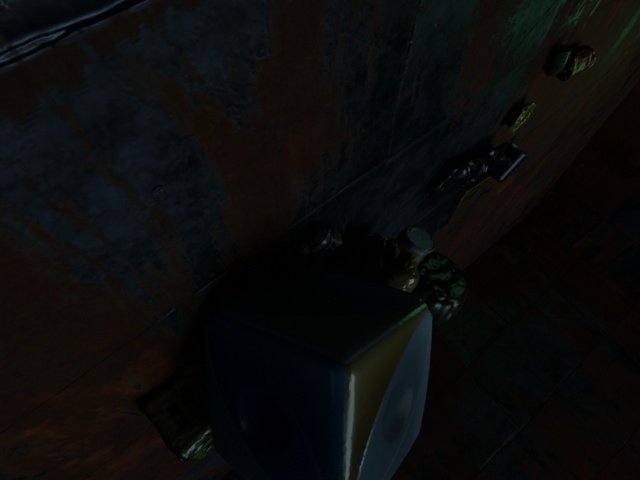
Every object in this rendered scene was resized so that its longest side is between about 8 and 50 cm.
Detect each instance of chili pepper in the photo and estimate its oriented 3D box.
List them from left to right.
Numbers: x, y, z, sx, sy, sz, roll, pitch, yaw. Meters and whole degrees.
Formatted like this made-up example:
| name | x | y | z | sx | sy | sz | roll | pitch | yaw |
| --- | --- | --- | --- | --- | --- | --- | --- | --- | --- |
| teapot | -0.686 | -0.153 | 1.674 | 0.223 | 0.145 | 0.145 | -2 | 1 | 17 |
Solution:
| name | x | y | z | sx | sy | sz | roll | pitch | yaw |
| --- | --- | --- | --- | --- | --- | --- | --- | --- | --- |
| chili pepper | 0.693 | -0.486 | 1.146 | 0.123 | 0.073 | 0.070 | -29 | -163 | -26 |

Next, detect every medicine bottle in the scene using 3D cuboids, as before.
| name | x | y | z | sx | sy | sz | roll | pitch | yaw |
| --- | --- | --- | --- | --- | --- | --- | --- | --- | --- |
| medicine bottle | 0.242 | 0.139 | 1.486 | 0.108 | 0.108 | 0.426 | -20 | 149 | -45 |

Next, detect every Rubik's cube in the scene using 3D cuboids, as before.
| name | x | y | z | sx | sy | sz | roll | pitch | yaw |
| --- | --- | --- | --- | --- | --- | --- | --- | --- | --- |
| Rubik's cube | 0.002 | 0.277 | 0.857 | 0.347 | 0.352 | 0.351 | -16 | 109 | -52 |

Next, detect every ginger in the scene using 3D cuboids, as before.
| name | x | y | z | sx | sy | sz | roll | pitch | yaw |
| --- | --- | --- | --- | --- | --- | --- | --- | --- | --- |
| ginger | 0.180 | 0.147 | 1.042 | 0.236 | 0.375 | 0.166 | -41 | 157 | 19 |

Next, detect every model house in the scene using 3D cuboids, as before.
| name | x | y | z | sx | sy | sz | roll | pitch | yaw |
| --- | --- | --- | --- | --- | --- | --- | --- | --- | --- |
| model house | -0.269 | 0.372 | 0.999 | 0.234 | 0.175 | 0.193 | -46 | 160 | -21 |

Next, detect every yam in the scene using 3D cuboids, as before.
| name | x | y | z | sx | sy | sz | roll | pitch | yaw |
| --- | --- | --- | --- | --- | --- | --- | --- | --- | --- |
| yam | 0.606 | -0.461 | 1.073 | 0.043 | 0.043 | 0.094 | -41 | 157 | -4 |

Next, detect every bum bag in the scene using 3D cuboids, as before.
| name | x | y | z | sx | sy | sz | roll | pitch | yaw |
| --- | --- | --- | --- | --- | --- | --- | --- | --- | --- |
| bum bag | 0.437 | -0.207 | 1.224 | 0.310 | 0.074 | 0.137 | -29 | 158 | -26 |

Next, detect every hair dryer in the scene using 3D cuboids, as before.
| name | x | y | z | sx | sy | sz | roll | pitch | yaw |
| --- | --- | --- | --- | --- | --- | --- | --- | --- | --- |
| hair dryer | 0.595 | -0.261 | 1.427 | 0.256 | 0.070 | 0.128 | -9 | 142 | -43 |

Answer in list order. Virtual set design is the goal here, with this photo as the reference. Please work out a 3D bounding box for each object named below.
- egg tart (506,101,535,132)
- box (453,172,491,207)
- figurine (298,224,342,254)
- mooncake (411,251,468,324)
| name | x | y | z | sx | sy | sz | roll | pitch | yaw |
| --- | --- | --- | --- | --- | --- | --- | --- | --- | --- |
| egg tart | 0.568 | -0.357 | 1.206 | 0.105 | 0.039 | 0.105 | -35 | 157 | -17 |
| box | 0.553 | -0.184 | 1.531 | 0.156 | 0.022 | 0.089 | -31 | 157 | -27 |
| figurine | 0.000 | 0.000 | 0.891 | 0.072 | 0.054 | 0.129 | -33 | 169 | 16 |
| mooncake | 0.423 | 0.175 | 1.626 | 0.291 | 0.290 | 0.161 | -23 | 149 | -41 |
